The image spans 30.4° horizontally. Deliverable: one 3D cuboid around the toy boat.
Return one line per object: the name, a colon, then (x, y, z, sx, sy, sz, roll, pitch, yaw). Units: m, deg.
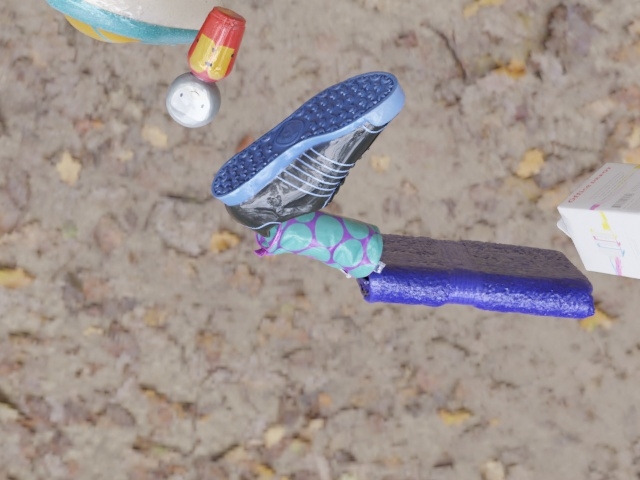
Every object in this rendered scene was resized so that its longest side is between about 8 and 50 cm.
toy boat: (-0.216, -0.272, 1.482, 0.268, 0.318, 0.148, 2, 121, -47)

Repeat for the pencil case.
pencil case: (0.000, 0.000, 1.354, 0.152, 0.064, 0.070, 16, 100, -32)

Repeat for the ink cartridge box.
ink cartridge box: (0.336, -0.022, 1.269, 0.092, 0.143, 0.089, -38, 113, -22)

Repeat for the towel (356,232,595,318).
towel: (0.202, 0.056, 1.622, 0.308, 0.227, 0.076, 5, 104, -3)

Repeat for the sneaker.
sneaker: (0.000, -0.088, 1.239, 0.232, 0.081, 0.090, -30, 130, 18)
